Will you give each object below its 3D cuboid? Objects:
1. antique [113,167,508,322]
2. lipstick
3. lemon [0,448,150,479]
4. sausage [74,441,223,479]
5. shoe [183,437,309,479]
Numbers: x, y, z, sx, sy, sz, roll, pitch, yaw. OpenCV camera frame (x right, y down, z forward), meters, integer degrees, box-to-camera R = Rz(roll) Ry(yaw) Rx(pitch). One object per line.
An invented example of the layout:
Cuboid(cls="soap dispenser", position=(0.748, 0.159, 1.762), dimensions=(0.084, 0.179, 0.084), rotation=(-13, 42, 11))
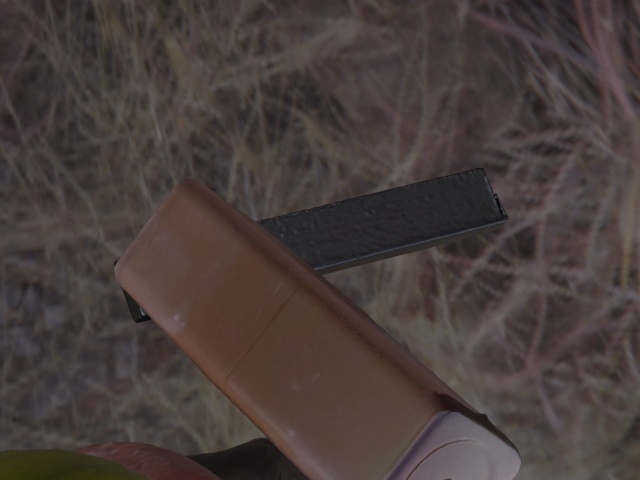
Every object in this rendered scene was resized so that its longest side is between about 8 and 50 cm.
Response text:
Cuboid(cls="antique", position=(0.000, 0.000, 0.785), dimensions=(0.192, 0.031, 0.015), rotation=(-14, 165, -29))
Cuboid(cls="lipstick", position=(-0.005, 0.035, 0.519), dimensions=(0.045, 0.145, 0.045), rotation=(-53, 134, 3))
Cuboid(cls="lemon", position=(-0.155, 0.193, 0.862), dimensions=(0.248, 0.184, 0.184), rotation=(-14, 133, 38))
Cuboid(cls="sausage", position=(-0.111, 0.203, 1.110), dimensions=(0.148, 0.254, 0.148), rotation=(-4, 98, -29))
Cuboid(cls="shoe", position=(-0.053, 0.278, 1.440), dimensions=(0.237, 0.171, 0.384), rotation=(-7, 151, 19))
